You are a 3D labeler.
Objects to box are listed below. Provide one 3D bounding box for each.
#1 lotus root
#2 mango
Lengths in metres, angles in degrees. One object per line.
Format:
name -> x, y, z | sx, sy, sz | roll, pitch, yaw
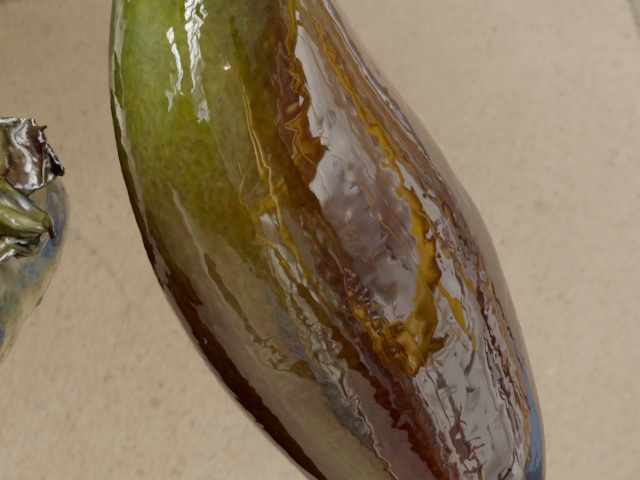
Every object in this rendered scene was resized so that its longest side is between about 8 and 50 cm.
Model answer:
lotus root -> -0.196, 0.001, 0.790 | 0.154, 0.278, 0.154 | 6, 74, -22
mango -> 0.000, 0.000, 0.574 | 0.267, 0.111, 0.133 | 63, 25, -23
